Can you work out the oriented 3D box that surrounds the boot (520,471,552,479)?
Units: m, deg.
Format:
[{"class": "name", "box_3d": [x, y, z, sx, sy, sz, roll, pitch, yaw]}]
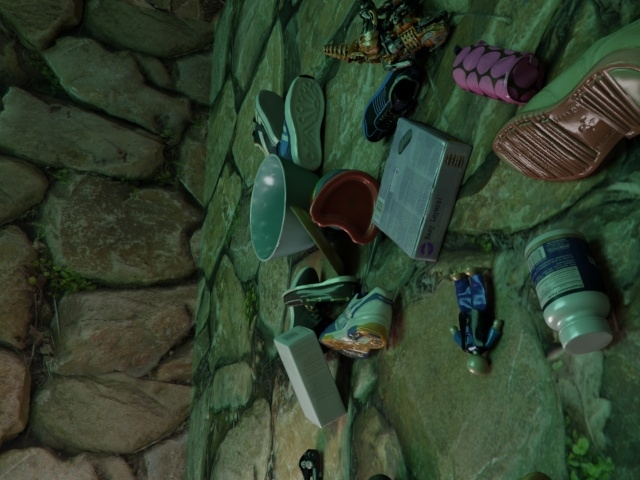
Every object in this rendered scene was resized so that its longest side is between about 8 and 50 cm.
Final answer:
[{"class": "boot", "box_3d": [0.265, 0.466, 1.197, 0.211, 0.104, 0.295, -151, 67, -67]}]

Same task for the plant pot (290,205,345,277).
[{"class": "plant pot", "box_3d": [0.000, 0.000, 1.968, 0.032, 0.236, 0.236, -35, 28, -1]}]

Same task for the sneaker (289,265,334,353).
[{"class": "sneaker", "box_3d": [-0.012, 0.196, 2.039, 0.147, 0.105, 0.295, -23, 49, 46]}]

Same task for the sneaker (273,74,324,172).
[{"class": "sneaker", "box_3d": [-0.089, -0.331, 2.362, 0.236, 0.130, 0.322, -24, 66, 61]}]

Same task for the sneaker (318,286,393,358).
[{"class": "sneaker", "box_3d": [0.095, 0.194, 1.773, 0.296, 0.112, 0.131, -33, 35, 61]}]

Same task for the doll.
[{"class": "doll", "box_3d": [0.276, 0.149, 1.365, 0.129, 0.046, 0.189, -28, 63, 53]}]

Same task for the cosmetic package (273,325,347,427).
[{"class": "cosmetic package", "box_3d": [-0.026, 0.339, 1.884, 0.231, 0.085, 0.117, 68, 162, -11]}]

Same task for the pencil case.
[{"class": "pencil case", "box_3d": [0.321, -0.308, 1.368, 0.098, 0.095, 0.209, -57, 28, 7]}]

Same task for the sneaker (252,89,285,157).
[{"class": "sneaker", "box_3d": [-0.178, -0.392, 2.624, 0.127, 0.126, 0.321, -57, 33, 37]}]

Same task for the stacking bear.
[{"class": "stacking bear", "box_3d": [0.047, -0.099, 1.908, 0.164, 0.175, 0.289, -65, 13, -1]}]

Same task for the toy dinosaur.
[{"class": "toy dinosaur", "box_3d": [0.140, -0.483, 1.720, 0.164, 0.322, 0.218, 41, -128, -67]}]

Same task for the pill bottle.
[{"class": "pill bottle", "box_3d": [0.365, 0.075, 1.098, 0.094, 0.094, 0.169, 123, 147, -48]}]

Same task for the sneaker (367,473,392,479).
[{"class": "sneaker", "box_3d": [0.119, 0.610, 1.540, 0.130, 0.087, 0.227, -157, 82, -75]}]

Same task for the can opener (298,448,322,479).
[{"class": "can opener", "box_3d": [-0.021, 0.636, 1.956, 0.059, 0.073, 0.186, -13, 69, 26]}]

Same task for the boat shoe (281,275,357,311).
[{"class": "boat shoe", "box_3d": [-0.005, 0.146, 1.941, 0.228, 0.081, 0.068, -17, 72, 33]}]

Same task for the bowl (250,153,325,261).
[{"class": "bowl", "box_3d": [-0.084, -0.089, 2.200, 0.311, 0.163, 0.311, -175, 90, -66]}]

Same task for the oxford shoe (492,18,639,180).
[{"class": "oxford shoe", "box_3d": [0.399, -0.201, 1.123, 0.146, 0.140, 0.397, -55, 8, -19]}]

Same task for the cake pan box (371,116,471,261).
[{"class": "cake pan box", "box_3d": [0.206, -0.110, 1.616, 0.246, 0.070, 0.266, -130, 52, -66]}]

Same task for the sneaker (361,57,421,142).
[{"class": "sneaker", "box_3d": [0.165, -0.315, 1.775, 0.090, 0.081, 0.232, -96, 25, -49]}]
